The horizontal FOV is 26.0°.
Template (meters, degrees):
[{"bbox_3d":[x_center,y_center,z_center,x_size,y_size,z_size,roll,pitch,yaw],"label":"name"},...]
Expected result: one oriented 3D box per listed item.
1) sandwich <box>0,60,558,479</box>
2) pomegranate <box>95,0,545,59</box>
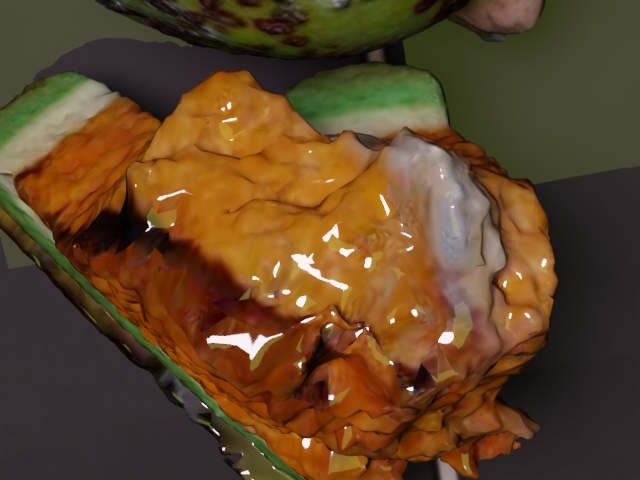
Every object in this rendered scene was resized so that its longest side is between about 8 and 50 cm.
[{"bbox_3d":[0.000,0.000,0.539,0.250,0.301,0.162,43,75,-13],"label":"sandwich"},{"bbox_3d":[-0.004,-0.175,0.505,0.254,0.254,0.270,-45,125,12],"label":"pomegranate"}]
